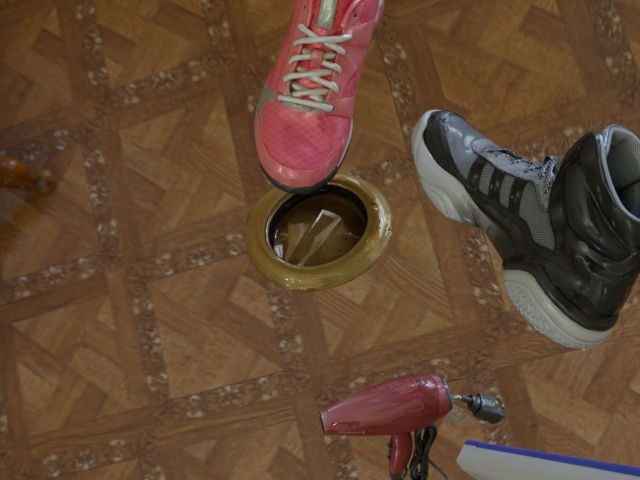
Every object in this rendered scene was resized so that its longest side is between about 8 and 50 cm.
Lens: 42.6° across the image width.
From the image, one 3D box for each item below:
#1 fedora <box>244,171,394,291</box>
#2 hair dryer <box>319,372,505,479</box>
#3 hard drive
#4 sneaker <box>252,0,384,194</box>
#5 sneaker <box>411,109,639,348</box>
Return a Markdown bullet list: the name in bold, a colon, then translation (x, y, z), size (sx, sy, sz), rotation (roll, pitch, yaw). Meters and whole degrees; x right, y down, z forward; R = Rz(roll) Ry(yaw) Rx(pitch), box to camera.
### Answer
- **fedora**: translation (0.000, 0.000, 1.034), size (0.194, 0.079, 0.194), rotation (-3, 51, 3)
- **hair dryer**: translation (0.125, 0.293, 1.217), size (0.223, 0.294, 0.080), rotation (-56, 29, 17)
- **hard drive**: translation (0.298, 0.282, 0.836), size (0.210, 0.319, 0.040), rotation (35, 73, -10)
- **sneaker**: translation (-0.005, -0.206, 0.886), size (0.116, 0.136, 0.313), rotation (13, 72, 4)
- **sneaker**: translation (0.187, -0.053, 0.690), size (0.153, 0.101, 0.268), rotation (-57, 48, 35)
